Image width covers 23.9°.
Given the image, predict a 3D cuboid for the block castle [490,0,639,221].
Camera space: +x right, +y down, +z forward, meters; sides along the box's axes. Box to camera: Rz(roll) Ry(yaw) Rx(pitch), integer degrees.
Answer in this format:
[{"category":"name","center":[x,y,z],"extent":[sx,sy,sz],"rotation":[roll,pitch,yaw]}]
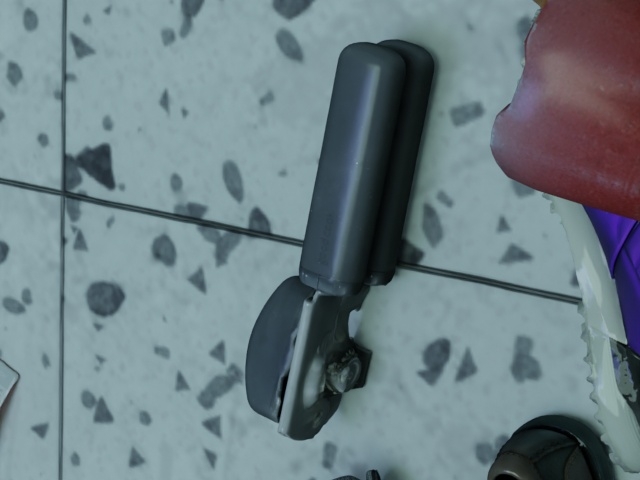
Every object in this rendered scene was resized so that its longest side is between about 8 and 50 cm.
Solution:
[{"category":"block castle","center":[0.234,-0.167,0.592],"extent":[0.213,0.453,0.303],"rotation":[29,116,19]}]

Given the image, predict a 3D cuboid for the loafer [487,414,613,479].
[{"category":"loafer","center":[0.152,0.249,0.953],"extent":[0.096,0.084,0.267],"rotation":[-11,93,36]}]

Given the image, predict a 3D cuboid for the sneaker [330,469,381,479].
[{"category":"sneaker","center":[0.039,0.226,0.979],"extent":[0.268,0.101,0.153],"rotation":[-35,72,62]}]

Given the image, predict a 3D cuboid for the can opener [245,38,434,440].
[{"category":"can opener","center":[0.000,0.000,1.014],"extent":[0.095,0.076,0.283],"rotation":[20,109,29]}]

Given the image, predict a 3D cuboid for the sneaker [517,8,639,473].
[{"category":"sneaker","center":[0.213,-0.016,0.853],"extent":[0.146,0.102,0.293],"rotation":[-10,100,34]}]

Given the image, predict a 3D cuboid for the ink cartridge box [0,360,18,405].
[{"category":"ink cartridge box","center":[-0.338,0.156,1.315],"extent":[0.145,0.045,0.179],"rotation":[33,98,26]}]
